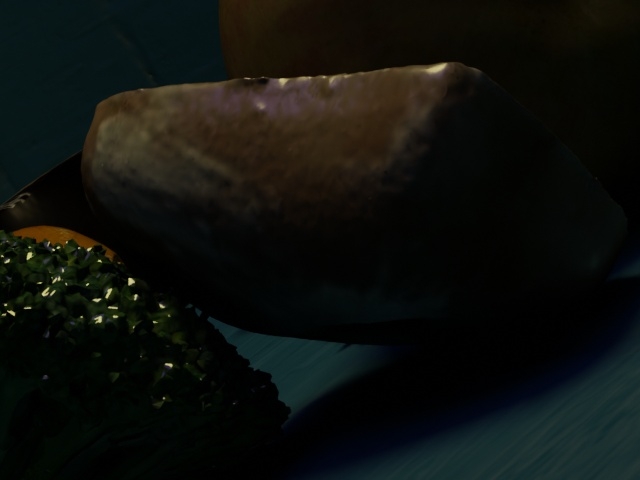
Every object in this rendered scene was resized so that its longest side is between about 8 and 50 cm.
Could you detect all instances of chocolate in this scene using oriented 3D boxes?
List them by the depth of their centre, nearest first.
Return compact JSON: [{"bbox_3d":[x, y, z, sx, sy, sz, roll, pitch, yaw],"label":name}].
[{"bbox_3d":[0.001,0.002,0.842,0.254,0.157,0.080,0,61,42],"label":"chocolate"}]

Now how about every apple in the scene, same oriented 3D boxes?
[{"bbox_3d":[0.071,-0.114,0.965,0.257,0.257,0.234,-34,2,-18],"label":"apple"}]

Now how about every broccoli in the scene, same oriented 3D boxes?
[{"bbox_3d":[-0.136,0.094,0.889,0.194,0.194,0.219,-35,31,-31],"label":"broccoli"}]

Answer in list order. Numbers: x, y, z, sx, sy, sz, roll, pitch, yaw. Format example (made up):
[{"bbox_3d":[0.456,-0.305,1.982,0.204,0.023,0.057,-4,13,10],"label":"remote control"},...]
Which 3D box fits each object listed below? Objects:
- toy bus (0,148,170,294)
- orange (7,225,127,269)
[{"bbox_3d":[-0.224,0.033,1.698,0.162,0.171,0.386,-40,3,24],"label":"toy bus"},{"bbox_3d":[-0.180,0.068,1.285,0.134,0.155,0.155,10,8,-1],"label":"orange"}]
